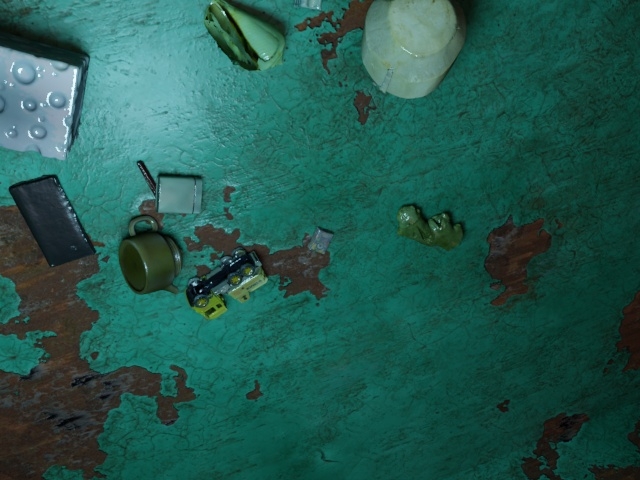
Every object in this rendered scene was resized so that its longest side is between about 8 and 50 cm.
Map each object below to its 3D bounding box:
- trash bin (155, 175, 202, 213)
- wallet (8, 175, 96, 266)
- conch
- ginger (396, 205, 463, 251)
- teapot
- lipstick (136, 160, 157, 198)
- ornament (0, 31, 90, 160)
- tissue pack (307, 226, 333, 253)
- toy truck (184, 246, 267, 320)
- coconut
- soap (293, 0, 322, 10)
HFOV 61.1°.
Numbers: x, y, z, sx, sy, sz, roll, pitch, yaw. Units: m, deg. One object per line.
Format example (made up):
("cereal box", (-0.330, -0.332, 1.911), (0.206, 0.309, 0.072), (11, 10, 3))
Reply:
("trash bin", (-0.437, -0.141, 1.676), (0.130, 0.059, 0.116), (0, 106, -28))
("wallet", (-0.806, -0.054, 1.636), (0.146, 0.030, 0.285), (-17, 120, -5))
("conch", (-0.215, -0.559, 1.512), (0.251, 0.137, 0.143), (18, 109, -24))
("ginger", (0.398, -0.048, 1.984), (0.290, 0.089, 0.137), (13, 129, -17))
("teapot", (-0.517, 0.050, 1.706), (0.175, 0.186, 0.267), (-19, 93, -45))
("lipstick", (-0.517, -0.167, 1.674), (0.027, 0.027, 0.176), (-25, 118, -4))
("ornament", (-0.740, -0.372, 1.381), (0.240, 0.240, 0.239), (12, 110, -21))
("tissue pack", (0.000, 0.000, 1.908), (0.063, 0.035, 0.083), (18, 109, -24))
("toy truck", (-0.310, 0.155, 1.842), (0.272, 0.124, 0.157), (-34, 130, -3))
("coconut", (0.262, -0.579, 1.578), (0.323, 0.323, 0.322), (-7, 117, -14))
("soap", (-0.023, -0.744, 1.496), (0.063, 0.114, 0.198), (2, 115, -18))
